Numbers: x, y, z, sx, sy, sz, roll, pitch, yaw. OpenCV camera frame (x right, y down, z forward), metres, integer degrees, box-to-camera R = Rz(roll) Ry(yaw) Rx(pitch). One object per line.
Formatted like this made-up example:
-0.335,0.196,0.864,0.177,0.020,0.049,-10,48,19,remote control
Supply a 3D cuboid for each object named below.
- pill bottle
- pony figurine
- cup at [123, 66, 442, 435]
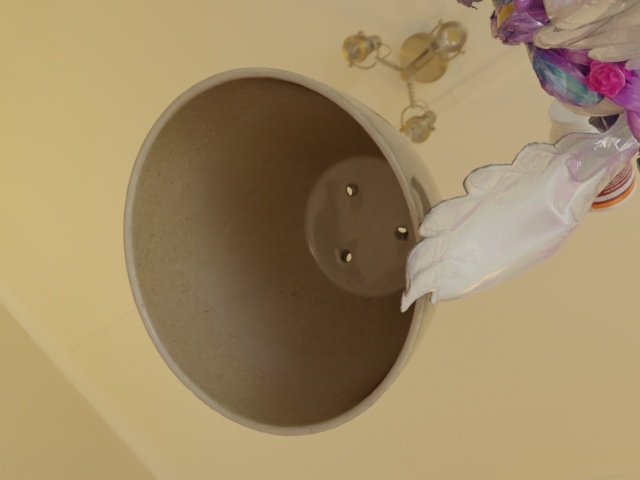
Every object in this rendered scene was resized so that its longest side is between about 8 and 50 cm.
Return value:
0.340,-0.114,0.850,0.086,0.086,0.152,-4,-42,34,pill bottle
0.210,-0.123,0.473,0.303,0.350,0.364,118,-41,-54,pony figurine
0.000,0.000,0.700,0.331,0.237,0.331,5,-80,31,cup
